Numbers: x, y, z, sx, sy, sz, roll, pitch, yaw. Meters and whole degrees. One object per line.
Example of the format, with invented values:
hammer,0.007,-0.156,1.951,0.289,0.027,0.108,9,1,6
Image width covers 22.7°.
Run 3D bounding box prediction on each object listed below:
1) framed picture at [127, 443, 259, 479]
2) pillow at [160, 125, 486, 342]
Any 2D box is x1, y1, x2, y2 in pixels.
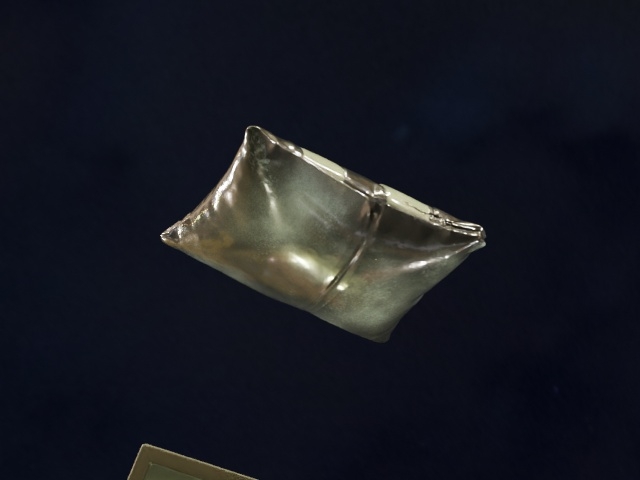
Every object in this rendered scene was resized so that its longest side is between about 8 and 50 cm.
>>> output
framed picture,-0.049,0.218,0.962,0.203,0.015,0.150,15,-108,24
pillow,0.000,0.000,1.449,0.250,0.186,0.106,23,-134,-17
